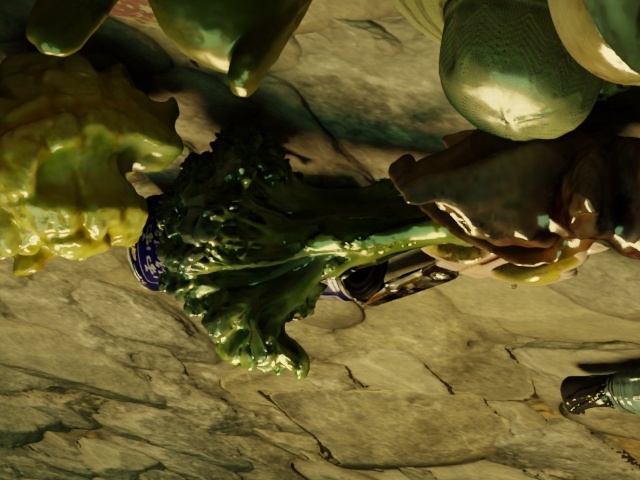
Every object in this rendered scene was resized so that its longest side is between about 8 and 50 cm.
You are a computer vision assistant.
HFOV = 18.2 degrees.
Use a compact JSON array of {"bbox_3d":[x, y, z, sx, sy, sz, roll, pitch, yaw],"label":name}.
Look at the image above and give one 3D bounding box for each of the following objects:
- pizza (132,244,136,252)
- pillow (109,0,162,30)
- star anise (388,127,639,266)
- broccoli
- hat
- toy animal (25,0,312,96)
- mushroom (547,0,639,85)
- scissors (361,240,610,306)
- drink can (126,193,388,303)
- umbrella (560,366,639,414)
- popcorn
[{"bbox_3d":[-0.135,0.015,1.991,0.123,0.026,0.108,24,154,-14],"label":"pizza"},{"bbox_3d":[-0.123,-0.201,1.470,0.118,0.043,0.185,15,161,-11],"label":"pillow"},{"bbox_3d":[0.194,-0.032,1.470,0.349,0.109,0.292,6,178,16],"label":"star anise"},{"bbox_3d":[-0.010,0.017,1.652,0.275,0.198,0.177,13,162,19],"label":"broccoli"},{"bbox_3d":[0.142,-0.127,1.364,0.252,0.110,0.252,15,158,6],"label":"hat"},{"bbox_3d":[-0.156,-0.226,1.249,0.363,0.180,0.181,15,121,-7],"label":"toy animal"},{"bbox_3d":[0.255,-0.135,1.142,0.254,0.195,0.189,-1,-175,3],"label":"mushroom"},{"bbox_3d":[0.124,0.025,1.799,0.160,0.024,0.317,18,157,-27],"label":"scissors"},{"bbox_3d":[-0.058,0.006,1.825,0.235,0.097,0.097,2,153,34],"label":"drink can"},{"bbox_3d":[0.336,0.139,1.906,0.250,0.053,0.052,-5,141,44],"label":"umbrella"},{"bbox_3d":[-0.219,-0.060,1.667,0.167,0.187,0.185,23,153,-22],"label":"popcorn"}]
